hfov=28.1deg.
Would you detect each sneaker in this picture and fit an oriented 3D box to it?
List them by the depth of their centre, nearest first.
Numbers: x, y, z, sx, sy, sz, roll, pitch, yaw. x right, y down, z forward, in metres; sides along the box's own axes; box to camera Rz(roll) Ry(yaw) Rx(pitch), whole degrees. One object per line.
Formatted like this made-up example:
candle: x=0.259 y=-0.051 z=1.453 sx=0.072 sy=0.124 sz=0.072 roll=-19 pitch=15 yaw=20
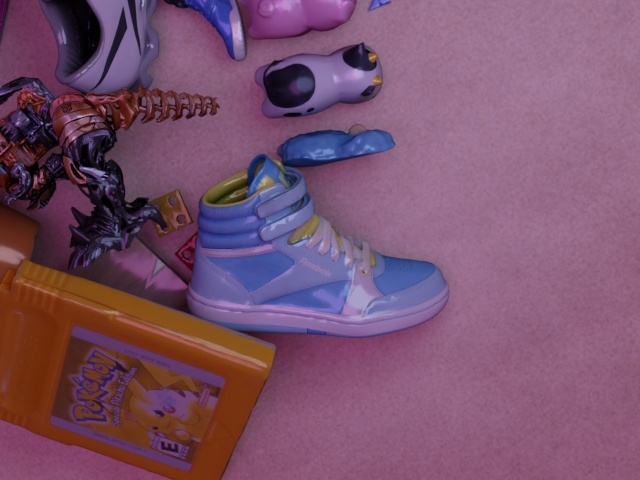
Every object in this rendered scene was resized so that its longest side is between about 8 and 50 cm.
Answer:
sneaker: x=-0.267 y=-0.333 z=1.502 sx=0.122 sy=0.146 sz=0.330 roll=-1 pitch=96 yaw=29
sneaker: x=0.000 y=0.000 z=1.511 sx=0.319 sy=0.127 sz=0.208 roll=-1 pitch=113 yaw=-6
sneaker: x=-0.143 y=-0.283 z=1.549 sx=0.085 sy=0.058 sz=0.152 roll=-15 pitch=92 yaw=1

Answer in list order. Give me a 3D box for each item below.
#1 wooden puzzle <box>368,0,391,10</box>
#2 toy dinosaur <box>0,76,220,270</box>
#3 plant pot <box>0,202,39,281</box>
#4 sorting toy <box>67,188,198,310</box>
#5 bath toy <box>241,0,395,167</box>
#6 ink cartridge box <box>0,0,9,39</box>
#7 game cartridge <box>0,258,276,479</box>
wooden puzzle: x=0.076 y=-0.342 z=1.545 sx=0.079 sy=0.014 sz=0.116 roll=-12 pitch=97 yaw=7
toy dinosaur: x=-0.279 y=-0.094 z=1.473 sx=0.322 sy=0.164 sz=0.218 roll=-16 pitch=104 yaw=16
plant pot: x=-0.452 y=0.015 z=1.565 sx=0.188 sy=0.205 sz=0.205 roll=16 pitch=100 yaw=-13
sorting toy: x=-0.240 y=0.057 z=1.614 sx=0.132 sy=0.046 sz=0.274 roll=43 pitch=100 yaw=-1
bath toy: x=-0.010 y=-0.263 z=1.506 sx=0.151 sy=0.129 sz=0.348 roll=-19 pitch=97 yaw=-33
ink cartridge box: x=-0.435 y=-0.250 z=1.455 sx=0.065 sy=0.311 sz=0.185 roll=15 pitch=100 yaw=4
game cartridge: x=-0.243 y=0.170 z=1.534 sx=0.324 sy=0.052 sz=0.285 roll=18 pitch=136 yaw=-5
